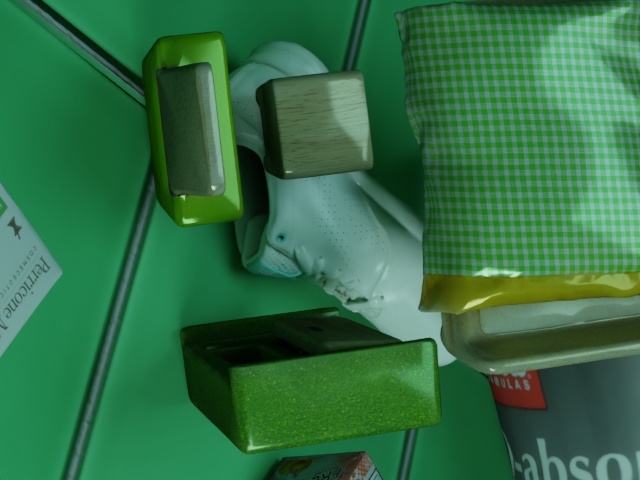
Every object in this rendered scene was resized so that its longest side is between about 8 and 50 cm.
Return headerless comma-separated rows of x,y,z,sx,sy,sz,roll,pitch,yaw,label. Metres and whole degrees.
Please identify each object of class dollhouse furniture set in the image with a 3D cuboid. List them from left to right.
0.078,-0.023,0.951,0.302,0.151,0.197,-7,95,-15,dollhouse furniture set

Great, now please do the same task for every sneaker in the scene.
0.000,0.000,1.049,0.094,0.080,0.212,-47,110,-33,sneaker

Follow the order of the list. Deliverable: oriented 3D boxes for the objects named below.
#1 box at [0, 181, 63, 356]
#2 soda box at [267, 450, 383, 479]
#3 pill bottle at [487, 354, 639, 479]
-0.184,0.019,0.776,0.087,0.102,0.101,59,41,-28,box
0.030,0.201,1.039,0.183,0.063,0.058,60,42,-23,soda box
0.212,0.090,1.177,0.210,0.210,0.363,-22,99,-52,pill bottle
